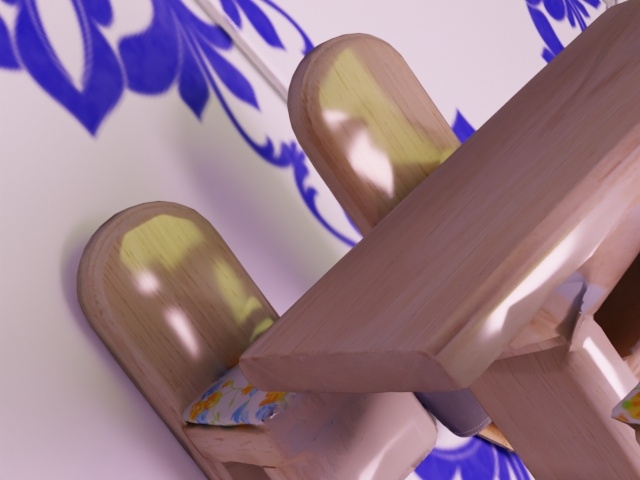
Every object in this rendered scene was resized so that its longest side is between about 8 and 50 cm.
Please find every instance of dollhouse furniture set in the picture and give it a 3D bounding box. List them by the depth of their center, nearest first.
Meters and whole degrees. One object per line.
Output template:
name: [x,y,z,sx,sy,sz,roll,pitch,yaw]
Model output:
dollhouse furniture set: [0.000,0.000,0.450,0.394,0.362,0.256,-43,107,-27]

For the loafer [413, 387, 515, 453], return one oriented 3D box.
loafer: [0.076,0.070,0.768,0.170,0.062,0.061,21,55,-46]
